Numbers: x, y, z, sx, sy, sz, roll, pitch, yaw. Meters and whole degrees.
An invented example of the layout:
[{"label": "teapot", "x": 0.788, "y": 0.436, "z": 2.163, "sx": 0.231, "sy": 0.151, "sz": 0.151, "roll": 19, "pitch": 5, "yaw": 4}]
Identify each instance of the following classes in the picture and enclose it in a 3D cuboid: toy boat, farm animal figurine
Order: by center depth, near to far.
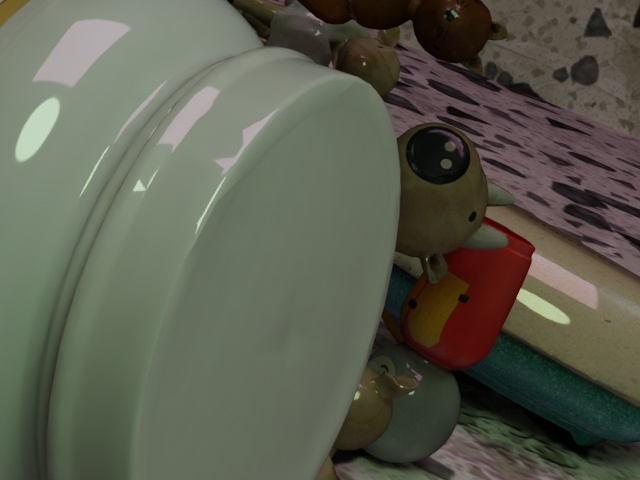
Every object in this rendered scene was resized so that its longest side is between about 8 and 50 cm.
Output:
[{"label": "farm animal figurine", "x": 0.000, "y": 0.000, "z": 0.912, "sx": 0.172, "sy": 0.330, "sz": 0.327, "roll": 22, "pitch": -10, "yaw": -13}, {"label": "toy boat", "x": 0.101, "y": 0.057, "z": 1.094, "sx": 0.267, "sy": 0.148, "sz": 0.318, "roll": 31, "pitch": 9, "yaw": 15}]

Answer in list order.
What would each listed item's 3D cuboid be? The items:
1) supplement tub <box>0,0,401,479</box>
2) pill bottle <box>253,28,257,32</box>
[{"label": "supplement tub", "x": -0.151, "y": -0.010, "z": 0.659, "sx": 0.316, "sy": 0.228, "sz": 0.228, "roll": 19, "pitch": 12, "yaw": 22}, {"label": "pill bottle", "x": -0.114, "y": -0.102, "z": 1.271, "sx": 0.162, "sy": 0.162, "sz": 0.278, "roll": 26, "pitch": 15, "yaw": 15}]
